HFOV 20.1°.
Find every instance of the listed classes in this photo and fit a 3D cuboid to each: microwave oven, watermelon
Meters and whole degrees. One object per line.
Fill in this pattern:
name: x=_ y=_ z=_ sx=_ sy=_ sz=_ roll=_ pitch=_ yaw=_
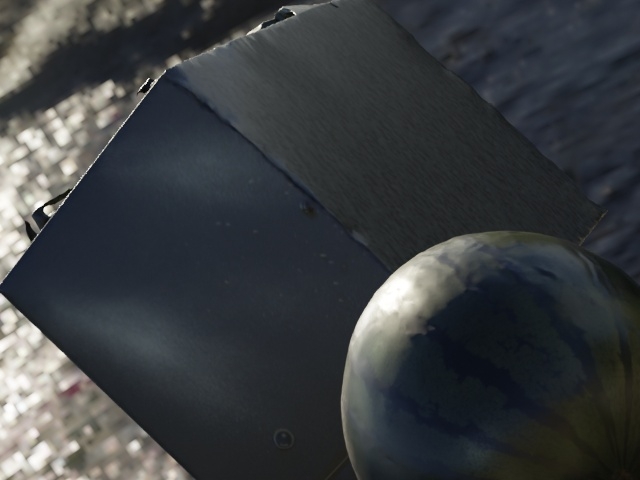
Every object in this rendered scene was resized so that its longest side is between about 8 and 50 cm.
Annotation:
microwave oven: x=0.000 y=0.000 z=1.471 sx=0.236 sy=0.374 sz=0.432 roll=-50 pitch=-5 yaw=24
watermelon: x=0.054 y=0.046 z=0.552 sx=0.105 sy=0.105 sz=0.133 roll=-32 pitch=28 yaw=-6
